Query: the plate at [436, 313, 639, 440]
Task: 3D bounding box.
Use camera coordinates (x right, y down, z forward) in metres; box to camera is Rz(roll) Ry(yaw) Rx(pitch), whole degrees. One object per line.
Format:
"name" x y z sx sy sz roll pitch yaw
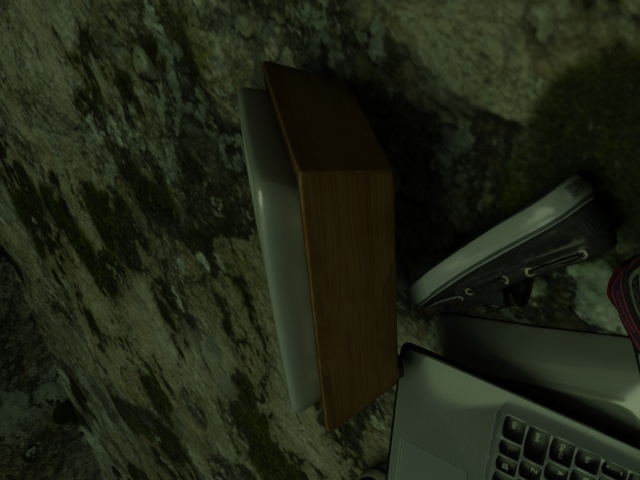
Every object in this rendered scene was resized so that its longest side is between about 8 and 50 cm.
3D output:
"plate" 0.246 0.211 0.684 0.277 0.045 0.278 2 119 51

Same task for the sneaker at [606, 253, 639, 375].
"sneaker" 0.308 0.134 0.494 0.112 0.121 0.299 -8 105 68

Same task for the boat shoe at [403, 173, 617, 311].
"boat shoe" 0.161 0.025 0.612 0.076 0.080 0.228 55 139 5

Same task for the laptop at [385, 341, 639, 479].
"laptop" 0.172 0.364 0.594 0.408 0.236 0.382 21 121 31

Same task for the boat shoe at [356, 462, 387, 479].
"boat shoe" 0.065 0.499 1.052 0.187 0.156 0.500 43 143 21

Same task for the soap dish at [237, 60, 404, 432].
"soap dish" 0.000 0.000 0.675 0.229 0.118 0.291 -107 10 -54
